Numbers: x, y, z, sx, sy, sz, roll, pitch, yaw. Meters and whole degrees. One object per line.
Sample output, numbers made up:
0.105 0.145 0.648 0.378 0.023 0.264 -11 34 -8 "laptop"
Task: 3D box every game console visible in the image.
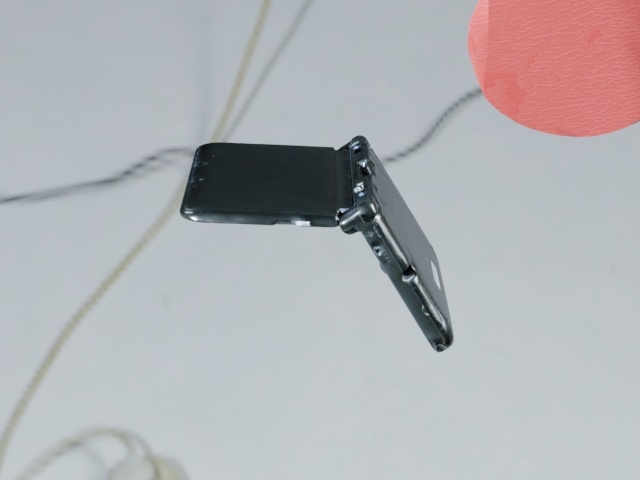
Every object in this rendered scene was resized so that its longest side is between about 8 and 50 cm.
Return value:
0.000 0.000 0.777 0.071 0.122 0.107 -30 105 9 "game console"

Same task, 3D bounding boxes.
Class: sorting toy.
0.257 -0.168 0.978 0.365 0.127 0.126 -13 37 12 "sorting toy"
